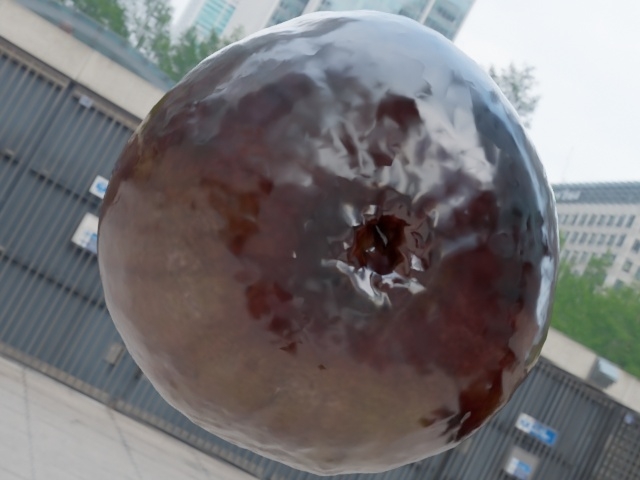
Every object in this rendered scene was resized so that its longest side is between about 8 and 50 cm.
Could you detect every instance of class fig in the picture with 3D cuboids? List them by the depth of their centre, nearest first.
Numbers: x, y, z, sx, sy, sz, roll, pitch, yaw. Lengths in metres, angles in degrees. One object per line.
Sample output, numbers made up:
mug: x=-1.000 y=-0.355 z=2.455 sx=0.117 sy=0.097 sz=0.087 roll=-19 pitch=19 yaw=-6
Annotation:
fig: x=0.007 y=0.000 z=0.473 sx=0.235 sy=0.235 sz=0.214 roll=26 pitch=-1 yaw=13
